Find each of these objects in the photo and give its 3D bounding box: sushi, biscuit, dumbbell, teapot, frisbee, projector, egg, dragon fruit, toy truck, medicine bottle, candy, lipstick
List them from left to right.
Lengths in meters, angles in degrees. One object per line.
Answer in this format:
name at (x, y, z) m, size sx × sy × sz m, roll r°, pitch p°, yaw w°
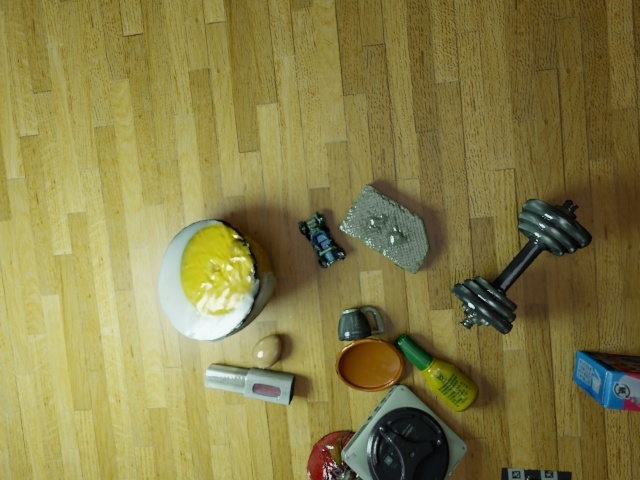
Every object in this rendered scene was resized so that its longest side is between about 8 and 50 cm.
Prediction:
egg at (-0.257, 0.115, 1.156) m, size 0.338 × 0.201 × 0.336 m, roll -7°, pitch 73°, yaw 24°
lipstick at (-0.203, 0.409, 1.232) m, size 0.253 × 0.077 × 0.078 m, roll 9°, pitch 95°, yaw 7°
egg at (-0.149, 0.316, 1.218) m, size 0.096 × 0.080 × 0.080 m, roll -42°, pitch 88°, yaw 4°
toy truck at (0.001, 0.001, 1.180) m, size 0.080 × 0.078 × 0.154 m, roll -31°, pitch 89°, yaw 6°
dragon fruit at (0.066, 0.662, 1.180) m, size 0.224 × 0.148 × 0.218 m, roll 1°, pitch 93°, yaw 6°
teapot at (0.104, 0.232, 1.192) m, size 0.092 × 0.124 × 0.090 m, roll -29°, pitch 64°, yaw 48°
frisbee at (0.137, 0.345, 1.192) m, size 0.192 × 0.035 × 0.191 m, roll 1°, pitch 116°, yaw 3°
biscuit at (0.192, -0.029, 1.168) m, size 0.253 × 0.052 × 0.150 m, roll 33°, pitch 96°, yaw 3°
projector at (0.230, 0.570, 1.146) m, size 0.259 × 0.079 × 0.257 m, roll 43°, pitch 71°, yaw 3°
medicine bottle at (0.314, 0.359, 1.172) m, size 0.261 × 0.064 × 0.095 m, roll 41°, pitch 96°, yaw 2°
dumbbell at (0.498, 0.065, 1.075) m, size 0.179 × 0.179 × 0.406 m, roll 39°, pitch 98°, yaw 3°
sushi at (0.599, 0.748, 1.171) m, size 0.193 × 0.050 × 0.214 m, roll 0°, pitch 93°, yaw 7°
candy at (0.832, 0.357, 1.064) m, size 0.307 × 0.157 × 0.100 m, roll 5°, pitch 94°, yaw 7°
